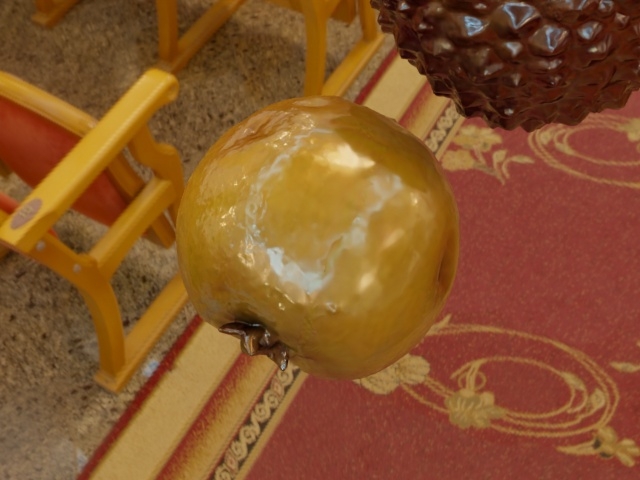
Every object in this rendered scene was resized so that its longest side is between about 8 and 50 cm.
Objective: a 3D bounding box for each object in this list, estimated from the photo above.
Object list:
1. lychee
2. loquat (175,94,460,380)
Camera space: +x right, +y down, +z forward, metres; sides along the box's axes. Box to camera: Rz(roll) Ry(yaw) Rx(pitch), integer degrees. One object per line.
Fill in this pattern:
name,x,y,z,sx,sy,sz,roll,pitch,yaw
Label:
lychee,0.150,-0.205,0.512,0.300,0.264,0.264,-1,45,54
loquat,0.000,0.000,0.531,0.207,0.208,0.208,-1,58,2
